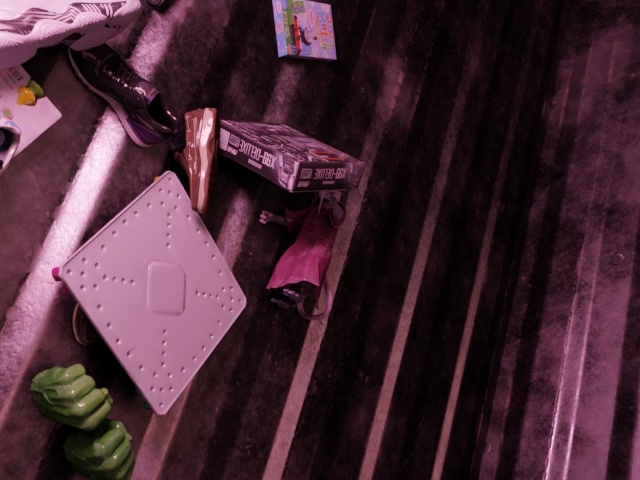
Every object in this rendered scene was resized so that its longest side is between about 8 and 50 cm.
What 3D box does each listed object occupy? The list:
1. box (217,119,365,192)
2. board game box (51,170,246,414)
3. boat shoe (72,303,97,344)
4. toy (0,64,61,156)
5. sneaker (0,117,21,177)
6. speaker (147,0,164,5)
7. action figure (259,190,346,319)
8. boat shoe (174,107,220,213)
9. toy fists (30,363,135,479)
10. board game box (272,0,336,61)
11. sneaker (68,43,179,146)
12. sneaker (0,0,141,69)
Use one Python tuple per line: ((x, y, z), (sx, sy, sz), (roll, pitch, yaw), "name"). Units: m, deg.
((-0.083, -0.211, 1.697), (0.242, 0.307, 0.077), (-7, 120, -49), "box")
((-0.352, 0.107, 1.523), (0.390, 0.050, 0.390), (64, 37, -25), "board game box")
((-0.472, 0.138, 1.432), (0.056, 0.049, 0.152), (9, 79, -45), "boat shoe")
((-0.613, -0.213, 1.285), (0.237, 0.056, 0.137), (-52, 123, -29), "toy")
((-0.601, -0.112, 1.204), (0.085, 0.086, 0.237), (37, 68, -40), "sneaker")
((-0.349, -0.599, 1.599), (0.055, 0.055, 0.136), (55, 51, -31), "speaker")
((0.000, 0.000, 1.825), (0.275, 0.248, 0.371), (39, 63, -41), "action figure")
((-0.291, -0.185, 1.620), (0.095, 0.095, 0.258), (82, 10, -70), "boat shoe")
((-0.455, 0.365, 1.373), (0.096, 0.142, 0.279), (-37, 116, -43), "toy fists")
((-0.042, -0.593, 1.958), (0.211, 0.039, 0.160), (-12, 97, -49), "board game box")
((-0.402, -0.330, 1.476), (0.283, 0.124, 0.107), (53, 52, -33), "sneaker")
((-0.522, -0.461, 1.294), (0.365, 0.137, 0.210), (-31, 96, -38), "sneaker")
